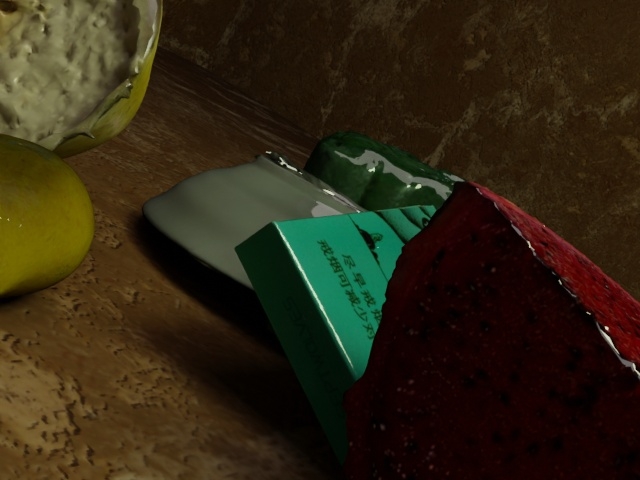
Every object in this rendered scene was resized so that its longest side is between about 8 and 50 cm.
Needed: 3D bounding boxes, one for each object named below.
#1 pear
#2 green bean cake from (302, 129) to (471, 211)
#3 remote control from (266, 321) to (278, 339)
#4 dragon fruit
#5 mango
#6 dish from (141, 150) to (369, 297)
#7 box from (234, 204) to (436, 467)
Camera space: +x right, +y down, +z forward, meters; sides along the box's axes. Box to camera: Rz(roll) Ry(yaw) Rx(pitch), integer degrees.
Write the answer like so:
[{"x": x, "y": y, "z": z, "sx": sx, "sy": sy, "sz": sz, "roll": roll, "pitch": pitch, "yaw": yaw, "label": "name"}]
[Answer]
[{"x": -0.242, "y": -0.132, "z": 0.588, "sx": 0.267, "sy": 0.266, "sz": 0.178, "roll": 31, "pitch": -21, "yaw": 6, "label": "pear"}, {"x": 0.111, "y": -0.020, "z": 1.012, "sx": 0.308, "sy": 0.169, "sz": 0.300, "roll": 28, "pitch": 10, "yaw": -2, "label": "green bean cake"}, {"x": 0.028, "y": 0.100, "z": 0.585, "sx": 0.153, "sy": 0.027, "sz": 0.043, "roll": 32, "pitch": 14, "yaw": 24, "label": "remote control"}, {"x": 0.127, "y": 0.111, "z": 0.360, "sx": 0.189, "sy": 0.163, "sz": 0.261, "roll": -8, "pitch": 47, "yaw": -27, "label": "dragon fruit"}, {"x": -0.177, "y": -0.010, "z": 0.414, "sx": 0.103, "sy": 0.076, "sz": 0.161, "roll": 35, "pitch": 18, "yaw": -7, "label": "mango"}, {"x": 0.000, "y": 0.000, "z": 0.721, "sx": 0.317, "sy": 0.106, "sz": 0.316, "roll": 29, "pitch": 6, "yaw": -3, "label": "dish"}, {"x": 0.056, "y": 0.056, "z": 0.534, "sx": 0.226, "sy": 0.042, "sz": 0.160, "roll": -9, "pitch": 70, "yaw": -58, "label": "box"}]
